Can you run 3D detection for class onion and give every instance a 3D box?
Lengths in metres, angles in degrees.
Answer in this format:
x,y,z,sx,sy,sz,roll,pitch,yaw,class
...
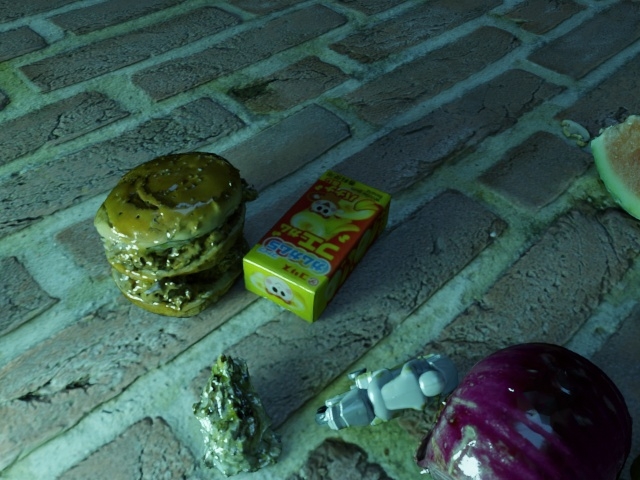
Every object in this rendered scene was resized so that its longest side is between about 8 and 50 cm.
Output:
x,y,z,sx,sy,sz,roll,pitch,yaw,class
0.257,0.237,0.689,0.273,0.230,0.256,11,45,16,onion

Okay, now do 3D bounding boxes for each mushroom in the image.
x,y,z,sx,sy,sz,roll,pitch,yaw,class
0.588,-0.250,1.329,0.049,0.019,0.101,-4,44,-9,mushroom

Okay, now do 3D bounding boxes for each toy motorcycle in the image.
x,y,z,sx,sy,sz,roll,pitch,yaw,class
0.105,0.202,0.776,0.229,0.151,0.074,-13,81,-23,toy motorcycle

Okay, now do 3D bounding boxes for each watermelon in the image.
x,y,z,sx,sy,sz,roll,pitch,yaw,class
0.676,-0.143,1.105,0.193,0.231,0.310,31,22,-20,watermelon

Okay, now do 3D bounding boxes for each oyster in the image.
x,y,z,sx,sy,sz,roll,pitch,yaw,class
-0.124,0.238,0.785,0.108,0.053,0.165,-23,58,-11,oyster

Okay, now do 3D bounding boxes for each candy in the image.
x,y,z,sx,sy,sz,roll,pitch,yaw,class
0.000,0.000,1.001,0.146,0.088,0.276,26,51,19,candy

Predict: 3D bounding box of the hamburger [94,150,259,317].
x,y,z,sx,sy,sz,roll,pitch,yaw,class
-0.224,-0.024,0.936,0.261,0.211,0.245,-18,44,-14,hamburger

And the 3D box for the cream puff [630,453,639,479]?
x,y,z,sx,sy,sz,roll,pitch,yaw,class
0.512,0.300,0.667,0.282,0.185,0.281,-13,58,21,cream puff
